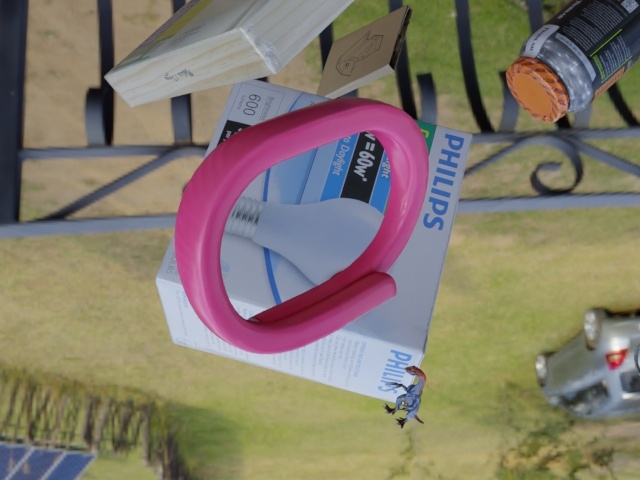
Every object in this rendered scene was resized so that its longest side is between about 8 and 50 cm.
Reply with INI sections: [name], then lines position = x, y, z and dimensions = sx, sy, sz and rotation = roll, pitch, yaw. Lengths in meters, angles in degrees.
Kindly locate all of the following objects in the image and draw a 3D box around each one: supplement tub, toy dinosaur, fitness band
[supplement tub]
position = 0.335, -0.243, 1.092
dimensions = 0.190, 0.117, 0.117
rotation = -40, 160, -11
[toy dinosaur]
position = 0.109, 0.185, 1.038
dimensions = 0.090, 0.047, 0.082
rotation = 6, 128, -48
[fitness band]
position = -0.005, -0.017, 0.787
dimensions = 0.290, 0.209, 0.054
rotation = -25, -150, -37

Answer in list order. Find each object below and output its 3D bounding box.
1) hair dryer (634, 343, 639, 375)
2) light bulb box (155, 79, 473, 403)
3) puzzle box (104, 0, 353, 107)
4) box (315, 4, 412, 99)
[hair dryer]
position = 0.563, 0.269, 1.201
dimensions = 0.224, 0.080, 0.293
rotation = 52, 168, -20
[light bulb box]
position = 0.000, 0.000, 1.247
dimensions = 0.360, 0.358, 0.225
rotation = 14, 153, 4
[puzzle box]
position = -0.062, -0.258, 0.905
dimensions = 0.052, 0.272, 0.409
rotation = 50, 161, -23
[box]
position = 0.081, -0.357, 1.662
dimensions = 0.201, 0.165, 0.021
rotation = -16, 136, 43
